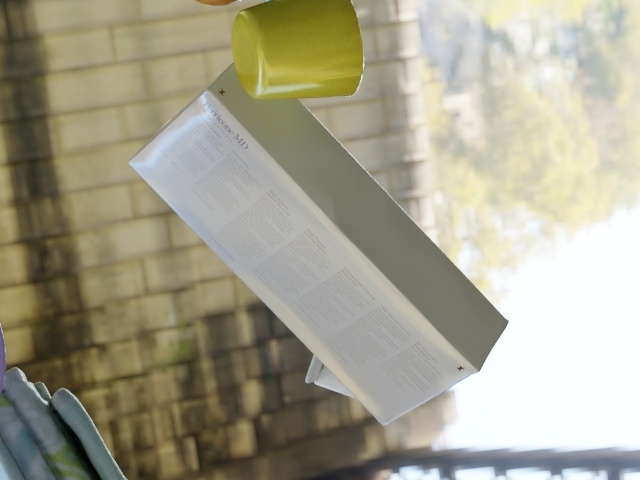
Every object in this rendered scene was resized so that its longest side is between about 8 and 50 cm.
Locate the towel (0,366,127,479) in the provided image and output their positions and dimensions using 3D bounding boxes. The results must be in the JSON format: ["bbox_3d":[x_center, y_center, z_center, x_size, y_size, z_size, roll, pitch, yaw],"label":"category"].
[{"bbox_3d":[-0.165,0.301,1.194,0.090,0.374,0.320,-26,168,-34],"label":"towel"}]

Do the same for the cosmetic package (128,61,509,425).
[{"bbox_3d":[0.000,0.000,1.054,0.099,0.239,0.060,-35,-169,46],"label":"cosmetic package"}]

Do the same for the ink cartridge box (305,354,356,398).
[{"bbox_3d":[0.057,0.103,1.709,0.067,0.115,0.198,19,-177,19],"label":"ink cartridge box"}]

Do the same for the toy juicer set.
[{"bbox_3d":[-0.027,-0.259,0.961,0.089,0.329,0.209,-13,-143,-21],"label":"toy juicer set"}]

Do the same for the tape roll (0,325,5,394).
[{"bbox_3d":[-0.276,0.060,0.932,0.189,0.189,0.080,-11,-150,-19],"label":"tape roll"}]
